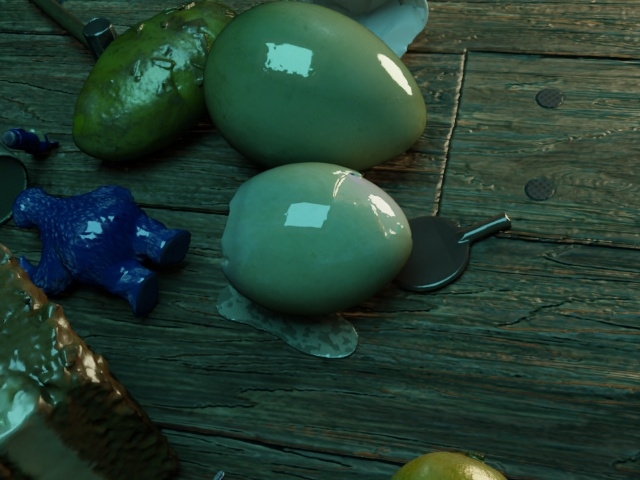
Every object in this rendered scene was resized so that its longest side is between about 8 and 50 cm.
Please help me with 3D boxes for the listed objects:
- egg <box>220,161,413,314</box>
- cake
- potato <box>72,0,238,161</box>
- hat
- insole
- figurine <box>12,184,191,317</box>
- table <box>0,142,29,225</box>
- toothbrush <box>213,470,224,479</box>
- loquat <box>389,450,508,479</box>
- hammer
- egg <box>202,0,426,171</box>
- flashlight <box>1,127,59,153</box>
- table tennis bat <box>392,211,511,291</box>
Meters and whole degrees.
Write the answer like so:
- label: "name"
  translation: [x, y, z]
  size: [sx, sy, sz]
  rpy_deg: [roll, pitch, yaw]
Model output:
- label: "egg"
  translation: [0.000, 0.000, 1.139]
  size: [0.217, 0.183, 0.183]
  rpy_deg: [9, 59, 9]
- label: "cake"
  translation: [-0.350, 0.203, 1.019]
  size: [0.290, 0.282, 0.255]
  rpy_deg: [-42, 53, -12]
- label: "potato"
  translation: [-0.225, -0.227, 1.352]
  size: [0.298, 0.141, 0.176]
  rpy_deg: [-41, 50, -17]
- label: "hat"
  translation: [0.050, -0.352, 1.381]
  size: [0.203, 0.203, 0.126]
  rpy_deg: [-4, 41, 8]
- label: "insole"
  translation: [-0.042, 0.098, 1.185]
  size: [0.193, 0.006, 0.065]
  rpy_deg: [17, 62, 21]
- label: "figurine"
  translation: [-0.300, -0.009, 1.234]
  size: [0.262, 0.121, 0.164]
  rpy_deg: [11, 63, 19]
- label: "table"
  translation: [-0.520, -0.117, 1.343]
  size: [0.220, 0.126, 0.126]
  rpy_deg: [36, 69, 28]
- label: "toothbrush"
  translation: [-0.138, 0.295, 1.071]
  size: [0.006, 0.008, 0.097]
  rpy_deg: [26, 65, 29]
- label: "loquat"
  translation: [0.126, 0.285, 0.952]
  size: [0.163, 0.137, 0.163]
  rpy_deg: [2, 66, -5]
- label: "hammer"
  translation: [-0.407, -0.351, 1.505]
  size: [0.043, 0.111, 0.365]
  rpy_deg: [-38, 52, -17]
- label: "egg"
  translation: [-0.007, -0.189, 1.244]
  size: [0.295, 0.218, 0.219]
  rpy_deg: [15, 60, 5]
- label: "flashlight"
  translation: [-0.412, -0.142, 1.351]
  size: [0.057, 0.121, 0.036]
  rpy_deg: [-6, 90, 6]
- label: "table tennis bat"
  translation: [0.147, -0.022, 1.162]
  size: [0.169, 0.119, 0.108]
  rpy_deg: [-22, 56, -3]
